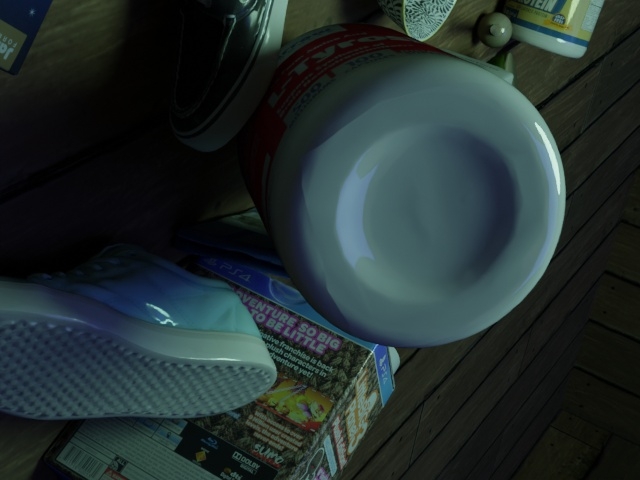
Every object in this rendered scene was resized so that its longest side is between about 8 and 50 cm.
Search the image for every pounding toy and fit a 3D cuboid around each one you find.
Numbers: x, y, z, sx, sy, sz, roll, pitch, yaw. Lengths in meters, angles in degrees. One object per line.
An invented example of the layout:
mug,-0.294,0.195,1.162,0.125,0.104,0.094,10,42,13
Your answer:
pounding toy,0.231,-0.209,1.651,0.183,0.110,0.237,-50,135,-67

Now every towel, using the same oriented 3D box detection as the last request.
towel,0.000,0.000,1.221,0.285,0.209,0.034,-18,118,-60

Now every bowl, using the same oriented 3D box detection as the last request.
bowl,0.106,-0.324,1.294,0.170,0.080,0.170,-46,150,-37

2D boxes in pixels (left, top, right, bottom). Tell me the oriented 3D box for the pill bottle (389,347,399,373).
pill bottle,0.022,0.230,1.603,0.216,0.121,0.121,-50,153,-33

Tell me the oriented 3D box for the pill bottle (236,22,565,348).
pill bottle,0.045,-0.076,1.012,0.408,0.229,0.229,-123,-130,-71

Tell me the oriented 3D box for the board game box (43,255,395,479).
board game box,-0.095,0.191,1.171,0.291,0.232,0.141,-54,155,-24

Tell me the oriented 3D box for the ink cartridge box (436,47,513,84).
ink cartridge box,0.121,-0.105,1.478,0.306,0.131,0.226,-36,143,-52

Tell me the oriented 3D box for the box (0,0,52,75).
box,-0.225,-0.204,0.759,0.225,0.036,0.136,-64,157,-1

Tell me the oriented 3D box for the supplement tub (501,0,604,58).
supplement tub,0.368,-0.393,1.709,0.144,0.144,0.200,-11,122,-63

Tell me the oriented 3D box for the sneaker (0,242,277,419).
sneaker,-0.203,0.069,0.998,0.135,0.150,0.366,-42,145,22

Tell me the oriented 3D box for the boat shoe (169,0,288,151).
boat shoe,-0.081,-0.228,0.957,0.102,0.108,0.301,15,99,-46
